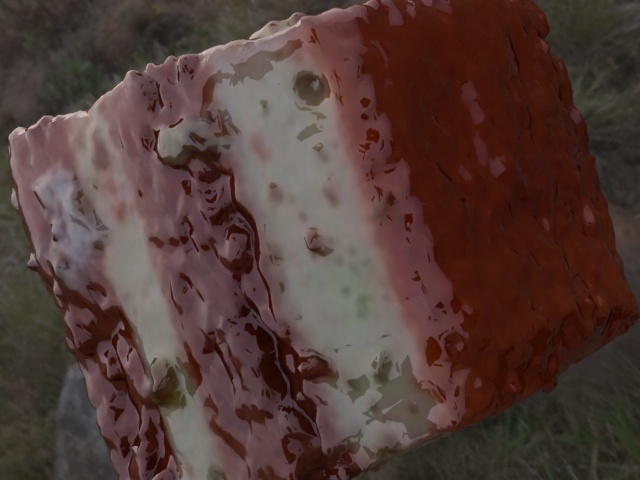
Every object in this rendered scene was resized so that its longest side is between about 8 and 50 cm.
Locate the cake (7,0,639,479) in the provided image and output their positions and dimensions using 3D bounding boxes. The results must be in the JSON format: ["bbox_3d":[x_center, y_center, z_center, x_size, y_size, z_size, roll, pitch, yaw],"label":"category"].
[{"bbox_3d":[0.000,0.000,0.687,0.319,0.269,0.270,-21,-2,37],"label":"cake"}]
